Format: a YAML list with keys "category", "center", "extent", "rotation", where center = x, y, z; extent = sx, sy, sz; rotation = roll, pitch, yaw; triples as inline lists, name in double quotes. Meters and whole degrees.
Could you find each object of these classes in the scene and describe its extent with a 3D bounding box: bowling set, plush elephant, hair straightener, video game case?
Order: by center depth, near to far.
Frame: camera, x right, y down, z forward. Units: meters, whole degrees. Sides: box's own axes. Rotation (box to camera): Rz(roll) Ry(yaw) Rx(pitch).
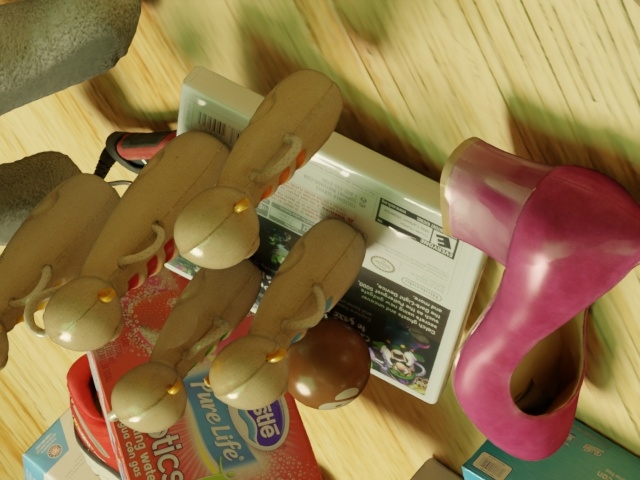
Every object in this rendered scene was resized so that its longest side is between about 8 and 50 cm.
- category: "bowling set"
  center: [-0.056, 0.048, 1.085]
  extent: [0.200, 0.154, 0.287]
  rotation: [46, 144, -15]
- category: "video game case"
  center: [0.000, 0.000, 1.139]
  extent: [0.190, 0.022, 0.173]
  rotation: [27, 144, 11]
- category: "plush elephant"
  center: [-0.308, -0.122, 1.231]
  extent: [0.255, 0.330, 0.272]
  rotation: [62, 160, 23]
- category: "hair straightener"
  center: [-0.078, -0.031, 1.256]
  extent: [0.230, 0.047, 0.089]
  rotation: [-3, 129, 54]

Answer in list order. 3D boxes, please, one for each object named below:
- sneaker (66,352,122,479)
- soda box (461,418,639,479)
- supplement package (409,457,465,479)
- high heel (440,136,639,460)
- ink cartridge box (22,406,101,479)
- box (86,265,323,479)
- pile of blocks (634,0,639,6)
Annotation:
- category: "sneaker"
  center: [-0.117, 0.169, 1.617]
  extent: [0.279, 0.107, 0.118]
  rotation: [21, 139, 39]
- category: "soda box"
  center: [0.186, 0.178, 1.156]
  extent: [0.210, 0.067, 0.071]
  rotation: [32, 155, 29]
- category: "supplement package"
  center: [0.091, 0.257, 1.407]
  extent: [0.105, 0.105, 0.179]
  rotation: [33, 156, 27]
- category: "high heel"
  center: [0.132, 0.051, 1.023]
  extent: [0.117, 0.082, 0.244]
  rotation: [27, 144, 33]
- category: "ink cartridge box"
  center: [-0.194, 0.226, 1.853]
  extent: [0.143, 0.092, 0.090]
  rotation: [41, 158, 10]
- category: "box"
  center: [-0.071, 0.148, 1.326]
  extent: [0.128, 0.123, 0.257]
  rotation: [88, 164, -59]
- category: "pile of blocks"
  center: [0.192, -0.071, 0.679]
  extent: [0.362, 0.113, 0.149]
  rotation: [46, -164, -27]
